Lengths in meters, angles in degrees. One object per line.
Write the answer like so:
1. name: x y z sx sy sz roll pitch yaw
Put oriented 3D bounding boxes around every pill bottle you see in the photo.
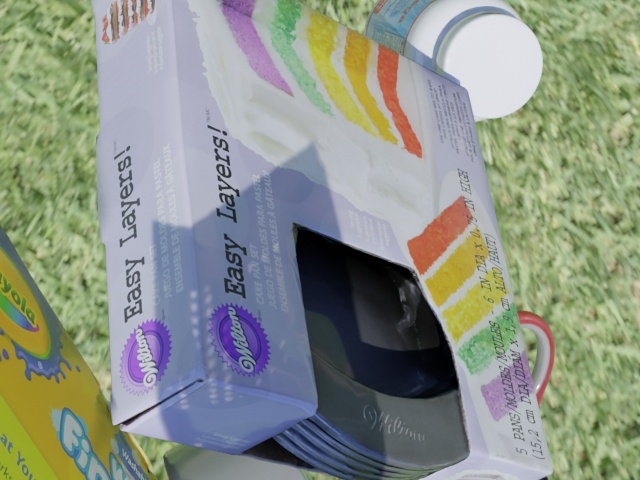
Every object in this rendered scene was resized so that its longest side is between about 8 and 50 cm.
1. pill bottle: 0.089 -0.128 0.965 0.087 0.160 0.087 -4 105 -14

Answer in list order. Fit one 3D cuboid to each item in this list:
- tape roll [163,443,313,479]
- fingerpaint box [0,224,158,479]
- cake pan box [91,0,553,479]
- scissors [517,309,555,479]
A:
1. tape roll: -0.012 0.206 0.871 0.072 0.219 0.219 -30 107 -3
2. fingerpaint box: -0.210 0.245 0.851 0.163 0.371 0.445 -21 114 15
3. cake pan box: 0.000 0.000 0.739 0.245 0.267 0.070 21 140 -38
4. scissors: 0.146 0.183 1.041 0.109 0.021 0.297 -23 111 -12
